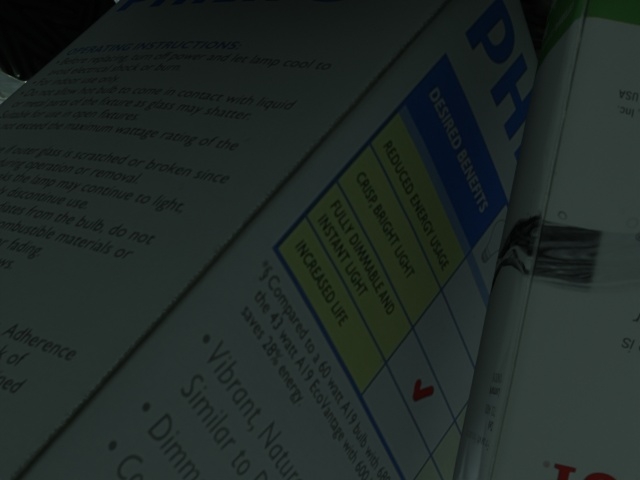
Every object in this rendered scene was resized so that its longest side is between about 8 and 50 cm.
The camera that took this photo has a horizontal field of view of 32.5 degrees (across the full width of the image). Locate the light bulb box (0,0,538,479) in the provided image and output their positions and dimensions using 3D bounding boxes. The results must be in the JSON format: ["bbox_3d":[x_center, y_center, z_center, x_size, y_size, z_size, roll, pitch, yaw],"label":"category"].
[{"bbox_3d":[-0.043,0.114,0.515,0.225,0.361,0.358,10,138,40],"label":"light bulb box"}]

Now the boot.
[{"bbox_3d":[-0.188,-0.119,0.674,0.189,0.076,0.208,27,169,3],"label":"boot"}]

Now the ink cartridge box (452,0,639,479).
[{"bbox_3d":[0.145,0.009,0.382,0.160,0.220,0.092,13,175,1],"label":"ink cartridge box"}]
